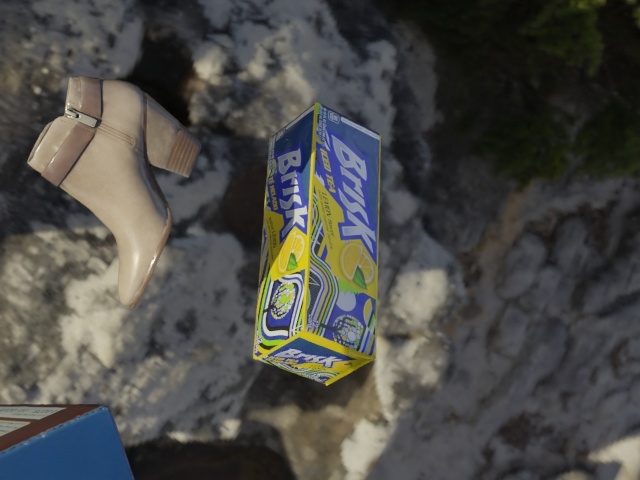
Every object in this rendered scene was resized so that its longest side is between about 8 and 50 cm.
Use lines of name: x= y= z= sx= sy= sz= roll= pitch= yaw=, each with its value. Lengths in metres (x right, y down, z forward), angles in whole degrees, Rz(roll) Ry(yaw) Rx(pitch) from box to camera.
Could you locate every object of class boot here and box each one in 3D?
boot: x=-0.122 y=-0.031 z=0.734 sx=0.087 sy=0.042 sz=0.118 roll=22 pitch=83 yaw=-20

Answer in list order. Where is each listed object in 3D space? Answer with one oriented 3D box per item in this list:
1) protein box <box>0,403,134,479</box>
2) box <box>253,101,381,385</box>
protein box: x=-0.158 y=0.187 z=0.466 sx=0.201 sy=0.136 sz=0.199 roll=-22 pitch=97 yaw=-36
box: x=0.000 y=0.000 z=0.827 sx=0.059 sy=0.054 sz=0.169 roll=24 pitch=53 yaw=-30
